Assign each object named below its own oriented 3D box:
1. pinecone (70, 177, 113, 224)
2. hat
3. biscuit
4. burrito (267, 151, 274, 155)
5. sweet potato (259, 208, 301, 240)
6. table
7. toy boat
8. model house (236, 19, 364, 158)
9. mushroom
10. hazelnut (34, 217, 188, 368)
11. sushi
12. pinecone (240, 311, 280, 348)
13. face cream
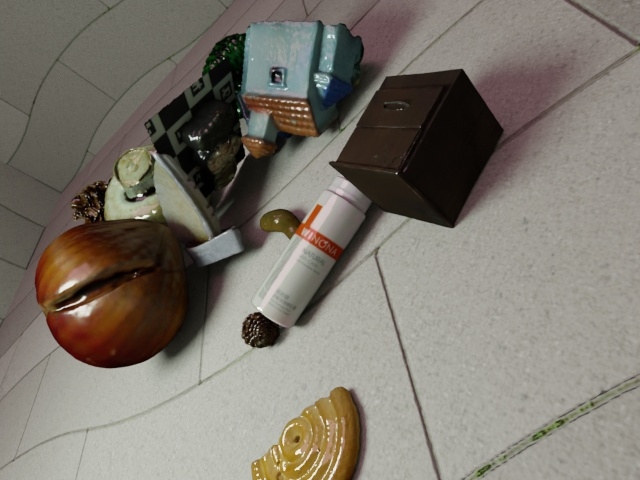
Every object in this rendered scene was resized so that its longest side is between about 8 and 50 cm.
[{"bbox_3d":[-0.881,-0.141,1.753,0.243,0.244,0.257,-53,-4,1],"label":"pinecone"},{"bbox_3d":[-0.304,-0.550,1.471,0.274,0.242,0.332,-47,23,-11],"label":"hat"},{"bbox_3d":[-0.023,0.338,0.640,0.224,0.033,0.144,-44,38,14],"label":"biscuit"},{"bbox_3d":[-0.149,-0.332,1.251,0.087,0.061,0.225,113,167,-58],"label":"burrito"},{"bbox_3d":[-0.077,-0.032,0.964,0.250,0.060,0.069,26,102,49],"label":"sweet potato"},{"bbox_3d":[0.158,-0.158,0.711,0.169,0.172,0.193,23,80,52],"label":"table"},{"bbox_3d":[-0.324,-0.053,1.084,0.111,0.293,0.276,-38,1,-36],"label":"toy boat"},{"bbox_3d":[-0.061,-0.360,1.099,0.295,0.252,0.328,15,96,27],"label":"model house"},{"bbox_3d":[-0.510,-0.150,1.320,0.353,0.260,0.351,-6,61,11],"label":"mushroom"},{"bbox_3d":[-0.510,0.111,1.060,0.410,0.359,0.359,20,78,48],"label":"hazelnut"},{"bbox_3d":[-0.268,-0.238,1.126,0.100,0.373,0.296,28,62,14],"label":"sushi"},{"bbox_3d":[-0.122,0.174,0.838,0.077,0.077,0.083,-57,28,-3],"label":"pinecone"},{"bbox_3d":[0.000,0.000,0.819,0.345,0.102,0.102,-57,37,-1],"label":"face cream"}]
